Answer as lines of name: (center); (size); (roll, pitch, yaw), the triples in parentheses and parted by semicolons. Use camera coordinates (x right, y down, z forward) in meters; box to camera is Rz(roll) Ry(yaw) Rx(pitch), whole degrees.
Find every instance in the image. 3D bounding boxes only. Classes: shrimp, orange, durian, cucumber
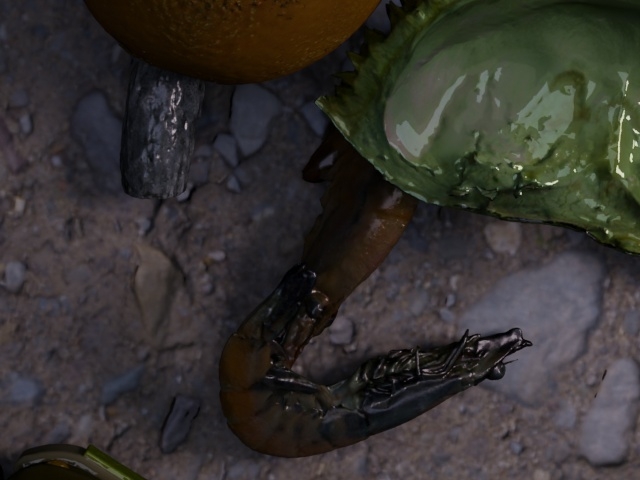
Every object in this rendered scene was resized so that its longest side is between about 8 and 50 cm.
shrimp: (0.006, 0.007, 1.141); (0.066, 0.117, 0.262); (23, 108, -39)
orange: (-0.063, -0.247, 1.020); (0.274, 0.274, 0.274); (0, 92, -3)
durian: (0.199, -0.103, 1.012); (0.394, 0.163, 0.198); (20, 73, 8)
shrimp: (0.044, 0.081, 1.101); (0.262, 0.051, 0.198); (-17, 134, -6)
cucumber: (-0.129, -0.088, 1.122); (0.064, 0.064, 0.112); (7, 92, -3)

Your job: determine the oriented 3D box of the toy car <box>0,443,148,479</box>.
toy car: (-0.226, 0.289, 1.064); (0.204, 0.198, 0.248); (33, 91, -5)
